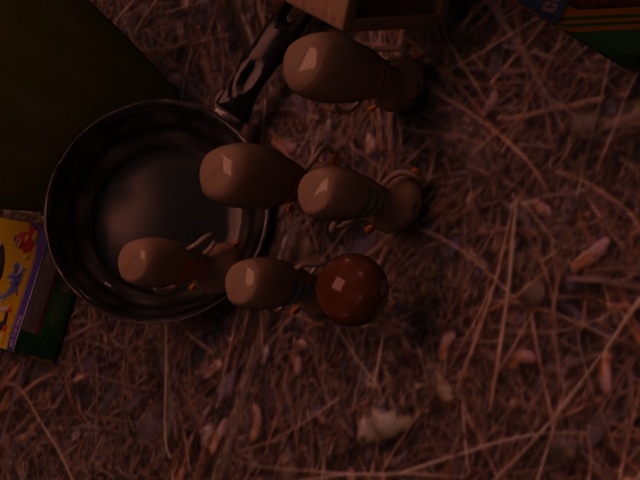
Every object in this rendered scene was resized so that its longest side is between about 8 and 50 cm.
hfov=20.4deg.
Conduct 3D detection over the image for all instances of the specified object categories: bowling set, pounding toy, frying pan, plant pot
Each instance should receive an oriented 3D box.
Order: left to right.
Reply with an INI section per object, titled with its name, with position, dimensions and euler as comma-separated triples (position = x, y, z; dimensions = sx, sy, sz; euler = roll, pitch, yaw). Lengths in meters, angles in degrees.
[plant pot]
position = -0.285, -0.136, 1.613
dimensions = 0.274, 0.293, 0.275
euler = -31, 47, 40
[frying pan]
position = -0.124, -0.085, 1.542
dimensions = 0.197, 0.053, 0.326
euler = 12, 79, 10
[bowling set]
position = 0.000, 0.000, 1.377
dimensions = 0.287, 0.154, 0.200
euler = -46, 62, 24
[pounding toy]
position = 0.046, -0.224, 1.384
dimensions = 0.100, 0.141, 0.130
euler = 34, 121, 40

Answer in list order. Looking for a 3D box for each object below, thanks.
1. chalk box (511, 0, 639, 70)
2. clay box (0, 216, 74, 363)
[chalk box]
position = 0.131, -0.274, 1.203
dimensions = 0.180, 0.289, 0.179
euler = -55, 40, 16
[clay box]
position = -0.323, 0.042, 1.774
dimensions = 0.222, 0.053, 0.127
euler = 8, 79, 50
